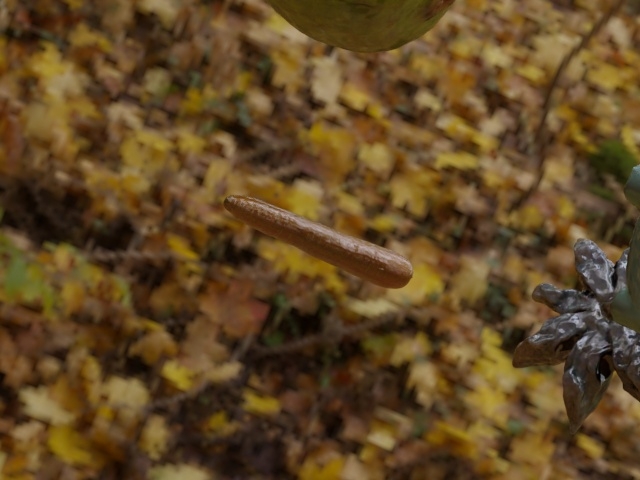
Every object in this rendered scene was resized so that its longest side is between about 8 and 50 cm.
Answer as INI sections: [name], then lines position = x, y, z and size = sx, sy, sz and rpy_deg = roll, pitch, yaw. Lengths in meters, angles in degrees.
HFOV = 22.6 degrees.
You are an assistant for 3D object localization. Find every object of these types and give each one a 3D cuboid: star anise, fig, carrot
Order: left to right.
[carrot]
position = 0.000, 0.000, 1.734
size = 0.248, 0.043, 0.043
rpy_deg = 23, 2, -27
[fig]
position = 0.018, -0.358, 1.802
size = 0.326, 0.258, 0.258
rpy_deg = 31, 5, 18
[star anise]
position = 0.306, 0.072, 1.567
size = 0.081, 0.262, 0.230
rpy_deg = 57, 13, -46

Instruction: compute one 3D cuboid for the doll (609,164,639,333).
[doll]
position = 0.403, 0.010, 1.412
size = 0.260, 0.177, 0.161
rpy_deg = -4, 15, -31
